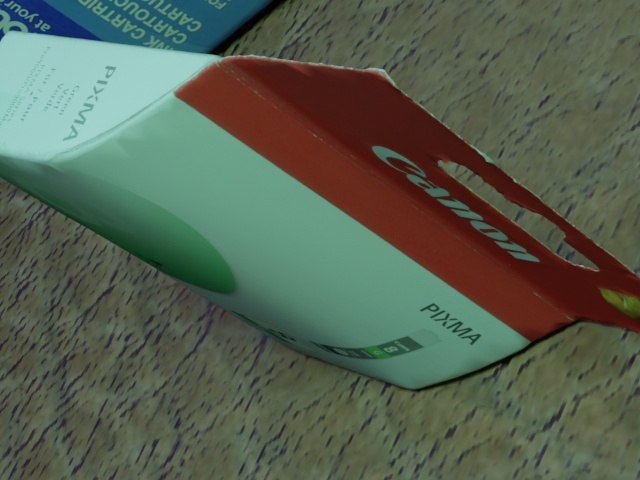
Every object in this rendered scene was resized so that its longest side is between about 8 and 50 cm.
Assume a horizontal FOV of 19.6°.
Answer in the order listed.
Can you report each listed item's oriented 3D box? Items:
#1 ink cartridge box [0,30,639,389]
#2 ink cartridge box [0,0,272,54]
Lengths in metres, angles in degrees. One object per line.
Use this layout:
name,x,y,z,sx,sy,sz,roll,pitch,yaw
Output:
ink cartridge box,0.000,0.000,0.616,0.225,0.181,0.056,17,76,54
ink cartridge box,-0.069,-0.246,0.944,0.395,0.151,0.270,-34,38,28
